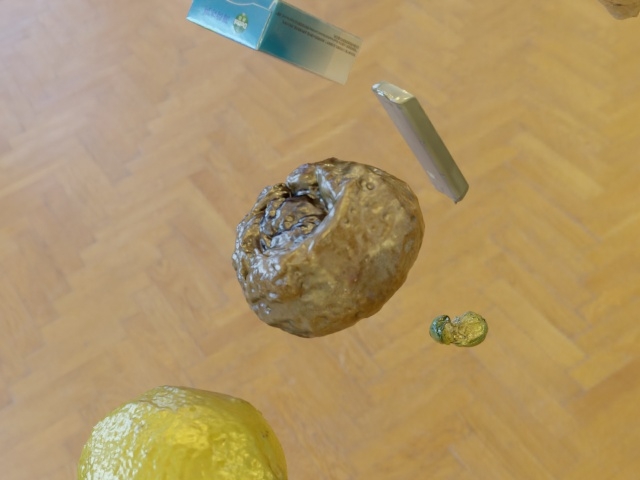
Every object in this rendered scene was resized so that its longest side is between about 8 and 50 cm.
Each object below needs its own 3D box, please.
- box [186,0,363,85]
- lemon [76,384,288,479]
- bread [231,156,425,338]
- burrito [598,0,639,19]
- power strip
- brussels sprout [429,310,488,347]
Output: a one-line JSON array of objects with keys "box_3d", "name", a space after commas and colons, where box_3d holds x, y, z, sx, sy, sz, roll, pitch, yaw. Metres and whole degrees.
[{"box_3d": [-0.058, -0.277, 1.404, 0.139, 0.194, 0.073, 28, 100, 35], "name": "box"}, {"box_3d": [-0.177, 0.322, 1.412, 0.322, 0.268, 0.268, -18, 36, 39], "name": "lemon"}, {"box_3d": [0.000, 0.000, 1.203, 0.230, 0.123, 0.230, -20, 39, 17], "name": "bread"}, {"box_3d": [0.350, -0.327, 1.315, 0.060, 0.226, 0.087, -6, 81, 32], "name": "burrito"}, {"box_3d": [0.138, -0.123, 1.397, 0.027, 0.253, 0.060, -47, 47, -7], "name": "power strip"}, {"box_3d": [0.172, 0.112, 1.363, 0.083, 0.051, 0.046, 6, 60, -29], "name": "brussels sprout"}]
